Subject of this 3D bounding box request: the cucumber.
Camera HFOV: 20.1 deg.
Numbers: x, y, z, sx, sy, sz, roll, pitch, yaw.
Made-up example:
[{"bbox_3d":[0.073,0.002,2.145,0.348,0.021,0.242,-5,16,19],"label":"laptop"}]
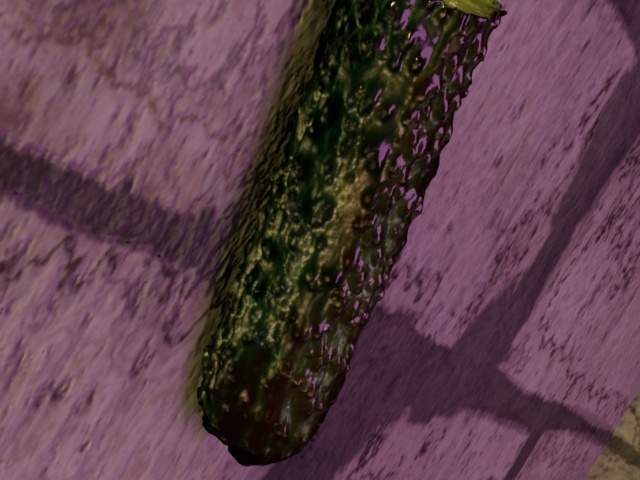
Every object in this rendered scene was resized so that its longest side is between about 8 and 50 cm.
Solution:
[{"bbox_3d":[0.000,0.000,1.076,0.096,0.096,0.359,-22,141,-55],"label":"cucumber"}]
